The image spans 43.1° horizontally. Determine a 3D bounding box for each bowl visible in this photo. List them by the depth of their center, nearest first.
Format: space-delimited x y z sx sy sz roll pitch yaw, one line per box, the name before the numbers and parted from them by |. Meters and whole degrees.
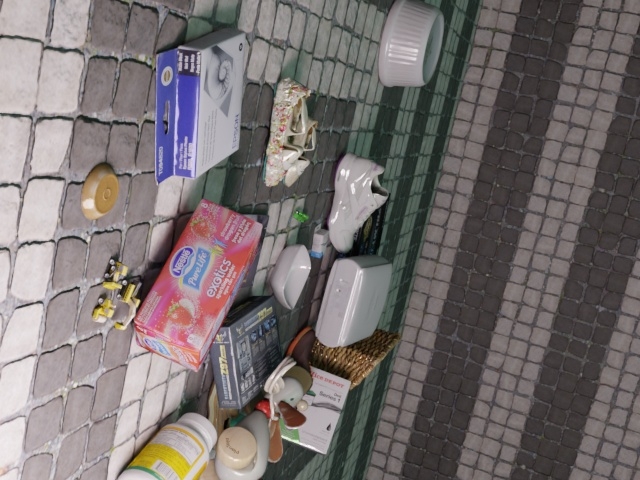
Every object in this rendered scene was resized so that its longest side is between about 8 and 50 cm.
bowl | -0.078 0.085 1.980 0.142 0.053 0.142 74 35 -62

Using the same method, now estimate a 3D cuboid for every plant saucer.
plant saucer | -0.311 -0.068 1.158 0.083 0.015 0.083 15 90 -74

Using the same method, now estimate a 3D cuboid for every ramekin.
ramekin | 0.273 -0.576 2.382 0.273 0.127 0.273 16 90 -74

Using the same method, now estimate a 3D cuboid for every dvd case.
dvd case | -0.169 0.023 1.693 0.221 0.018 0.165 -3 108 -72

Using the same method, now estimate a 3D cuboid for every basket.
basket | 0.102 0.396 2.550 0.299 0.223 0.213 -28 132 -69

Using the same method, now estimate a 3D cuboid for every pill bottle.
pill bottle | -0.281 0.419 1.519 0.208 0.117 0.118 -49 150 -55

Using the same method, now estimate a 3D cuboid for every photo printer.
photo printer | 0.109 0.168 2.357 0.307 0.107 0.256 -3 110 -67

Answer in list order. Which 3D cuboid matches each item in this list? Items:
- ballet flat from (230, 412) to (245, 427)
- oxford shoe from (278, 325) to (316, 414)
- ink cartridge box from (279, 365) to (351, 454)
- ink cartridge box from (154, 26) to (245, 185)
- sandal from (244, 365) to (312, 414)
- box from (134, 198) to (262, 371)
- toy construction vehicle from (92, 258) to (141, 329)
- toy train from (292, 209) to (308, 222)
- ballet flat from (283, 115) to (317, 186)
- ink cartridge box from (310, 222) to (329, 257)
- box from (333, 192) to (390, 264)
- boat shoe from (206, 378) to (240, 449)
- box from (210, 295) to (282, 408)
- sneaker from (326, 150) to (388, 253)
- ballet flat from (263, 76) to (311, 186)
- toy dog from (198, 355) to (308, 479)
ballet flat | -0.176 0.470 1.953 0.247 0.087 0.083 65 44 -65
oxford shoe | -0.055 0.362 2.225 0.097 0.098 0.271 78 32 -56
ink cartridge box | -0.024 0.476 2.297 0.092 0.160 0.219 110 1 -72
ink cartridge box | -0.195 -0.222 1.339 0.224 0.045 0.223 -47 149 -56
sandal | -0.127 0.398 2.098 0.079 0.088 0.240 -32 176 40
box | -0.207 0.076 1.390 0.128 0.122 0.257 112 3 -63
toy construction vehicle | -0.311 0.087 1.261 0.086 0.035 0.098 50 57 -70
toy train | -0.049 -0.058 2.008 0.024 0.017 0.083 -64 163 -1
ballet flat | -0.043 -0.198 1.835 0.057 0.052 0.168 -21 125 -70
ink cartridge box | 0.000 0.000 2.196 0.048 0.028 0.083 -41 143 -62
box | 0.126 0.004 2.540 0.293 0.073 0.296 -27 131 -66
boat shoe | -0.209 0.372 1.785 0.068 0.072 0.190 -25 129 -68
box | -0.159 0.237 1.767 0.232 0.059 0.183 -34 121 -66
sneaker | 0.103 -0.088 2.237 0.114 0.152 0.305 -54 155 -55
ballet flat | -0.069 -0.219 1.693 0.091 0.077 0.241 -43 146 -61
toy dog | -0.108 0.429 1.731 0.334 0.161 0.220 -48 169 -29
